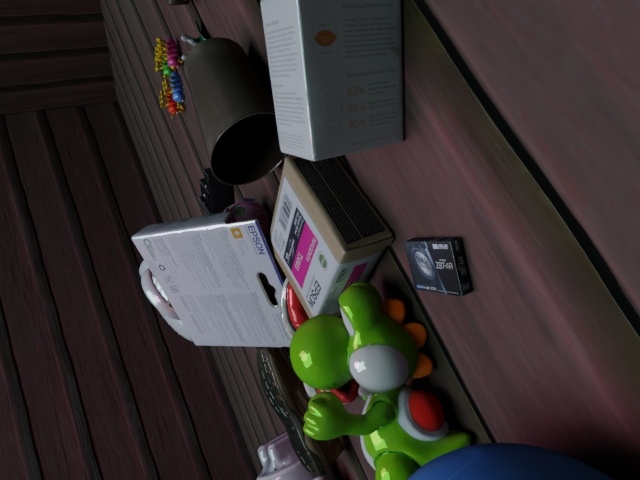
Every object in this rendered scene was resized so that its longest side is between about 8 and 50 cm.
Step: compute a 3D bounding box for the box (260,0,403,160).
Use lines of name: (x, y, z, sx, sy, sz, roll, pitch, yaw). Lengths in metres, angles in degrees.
box: (0.017, -0.192, 0.473, 0.091, 0.130, 0.170, 31, 132, 55)

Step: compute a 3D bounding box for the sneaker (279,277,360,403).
sneaker: (0.012, 0.187, 0.800, 0.118, 0.107, 0.278, -11, 100, 45)

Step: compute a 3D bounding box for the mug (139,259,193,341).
mug: (-0.493, 0.189, 1.489, 0.328, 0.276, 0.374, 55, -170, 18)

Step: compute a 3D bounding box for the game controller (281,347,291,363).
game controller: (-0.092, 0.389, 1.165, 0.319, 0.067, 0.166, -2, 90, 63)

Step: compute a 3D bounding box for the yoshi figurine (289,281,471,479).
yoshi figurine: (0.064, 0.248, 0.605, 0.203, 0.203, 0.362, 153, 101, -71)

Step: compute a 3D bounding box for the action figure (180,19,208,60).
action figure: (-0.268, -0.416, 0.975, 0.232, 0.064, 0.137, 48, 143, 33)

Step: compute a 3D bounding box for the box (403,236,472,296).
box: (0.142, 0.030, 0.500, 0.083, 0.018, 0.067, 1, 108, 63)

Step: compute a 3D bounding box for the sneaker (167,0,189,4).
sneaker: (-0.331, -0.632, 0.926, 0.130, 0.087, 0.227, 67, 157, 5)

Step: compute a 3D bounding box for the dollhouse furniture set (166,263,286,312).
dollhouse furniture set: (-0.205, 0.075, 1.040, 0.303, 0.174, 0.355, 26, 128, 5)

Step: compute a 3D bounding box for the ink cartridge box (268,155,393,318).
ink cartridge box: (0.000, 0.000, 0.682, 0.193, 0.088, 0.234, 59, 151, 27)

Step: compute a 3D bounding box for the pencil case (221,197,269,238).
pencil case: (-0.215, -0.008, 1.055, 0.124, 0.124, 0.284, 68, 156, 8)

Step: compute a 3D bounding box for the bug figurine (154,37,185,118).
bug figurine: (-0.470, -0.510, 1.291, 0.279, 0.072, 0.216, -165, 66, -65)

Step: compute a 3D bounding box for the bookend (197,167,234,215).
bookend: (-0.320, -0.161, 1.222, 0.156, 0.072, 0.157, 47, 144, 42)

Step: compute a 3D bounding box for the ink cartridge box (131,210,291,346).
ink cartridge box: (-0.205, 0.097, 0.901, 0.330, 0.071, 0.324, -6, 119, 24)

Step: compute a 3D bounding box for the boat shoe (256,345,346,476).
boat shoe: (-0.044, 0.382, 0.975, 0.123, 0.120, 0.323, -27, 88, 60)

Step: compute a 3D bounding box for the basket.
basket: (-0.167, -0.256, 0.779, 0.226, 0.154, 0.204, 66, 153, 19)

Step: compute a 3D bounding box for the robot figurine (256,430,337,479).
robot figurine: (-0.040, 0.692, 1.079, 0.300, 0.200, 0.353, -45, 66, 53)

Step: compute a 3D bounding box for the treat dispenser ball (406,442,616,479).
treat dispenser ball: (0.171, 0.321, 0.325, 0.288, 0.288, 0.288, 42, 141, 46)
